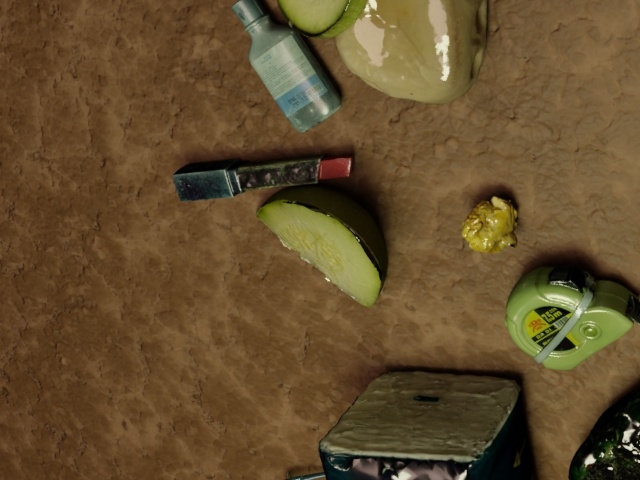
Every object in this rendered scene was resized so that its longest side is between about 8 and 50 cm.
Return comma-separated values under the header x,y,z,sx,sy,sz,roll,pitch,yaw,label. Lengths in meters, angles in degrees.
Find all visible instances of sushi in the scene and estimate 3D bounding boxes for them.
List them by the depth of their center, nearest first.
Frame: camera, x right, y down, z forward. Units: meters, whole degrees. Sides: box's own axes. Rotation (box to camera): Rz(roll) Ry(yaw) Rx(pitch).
x,y,z,sx,sy,sz,roll,pitch,yaw,label
0.442,0.302,1.720,0.127,0.124,0.225,36,133,9,sushi

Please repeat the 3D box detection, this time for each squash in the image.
x,y,z,sx,sy,sz,roll,pitch,yaw,label
0.005,-0.376,1.589,0.219,0.041,0.219,6,97,56,squash
0.000,0.000,1.792,0.237,0.155,0.204,38,125,5,squash

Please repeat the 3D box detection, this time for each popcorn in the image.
x,y,z,sx,sy,sz,roll,pitch,yaw,label
0.237,-0.020,1.706,0.084,0.084,0.084,13,121,23,popcorn

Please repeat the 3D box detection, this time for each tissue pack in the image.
x,y,z,sx,sy,sz,roll,pitch,yaw,label
0.191,0.435,1.853,0.264,0.253,0.416,1,117,29,tissue pack

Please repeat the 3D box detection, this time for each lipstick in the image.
x,y,z,sx,sy,sz,roll,pitch,yaw,label
-0.082,-0.100,1.848,0.312,0.051,0.051,-4,111,29,lipstick

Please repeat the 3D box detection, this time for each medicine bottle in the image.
x,y,z,sx,sy,sz,roll,pitch,yaw,label
-0.055,-0.259,1.744,0.090,0.054,0.208,-29,97,38,medicine bottle

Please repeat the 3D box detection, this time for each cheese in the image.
x,y,z,sx,sy,sz,roll,pitch,yaw,label
0.115,-0.285,1.596,0.218,0.117,0.235,-12,105,35,cheese

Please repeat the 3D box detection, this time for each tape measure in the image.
x,y,z,sx,sy,sz,roll,pitch,yaw,label
0.338,0.105,1.695,0.154,0.087,0.177,37,130,-7,tape measure

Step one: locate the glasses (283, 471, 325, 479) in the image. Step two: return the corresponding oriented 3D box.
x,y,z,sx,sy,sz,roll,pitch,yaw,label
0.038,0.482,2.065,0.221,0.088,0.189,-14,107,34,glasses
